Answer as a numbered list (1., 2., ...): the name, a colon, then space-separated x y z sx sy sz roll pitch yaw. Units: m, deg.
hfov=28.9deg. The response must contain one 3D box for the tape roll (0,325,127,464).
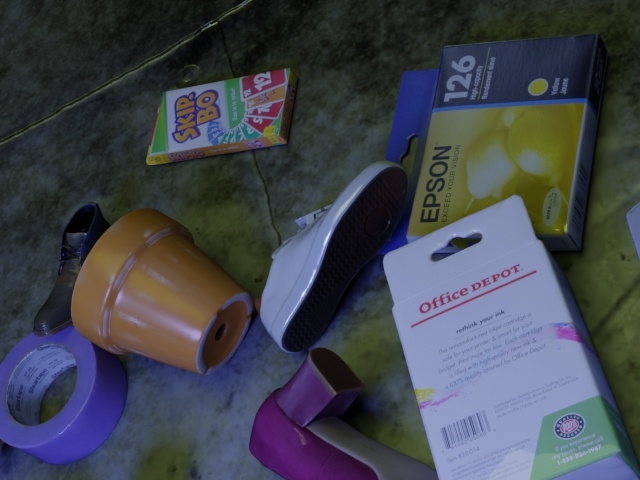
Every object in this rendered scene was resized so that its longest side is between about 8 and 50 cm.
1. tape roll: -0.378 0.221 1.789 0.189 0.080 0.189 -15 57 24

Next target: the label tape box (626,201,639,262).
1. label tape box: 0.415 0.061 1.310 0.115 0.249 0.348 -22 54 17

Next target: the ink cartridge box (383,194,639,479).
1. ink cartridge box: 0.216 0.144 1.461 0.207 0.119 0.353 -25 54 16

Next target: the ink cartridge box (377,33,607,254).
1. ink cartridge box: 0.212 -0.128 1.658 0.307 0.072 0.304 0 64 27

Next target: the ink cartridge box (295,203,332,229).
1. ink cartridge box: 0.012 -0.022 1.723 0.083 0.048 0.028 -23 51 18

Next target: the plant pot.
1. plant pot: -0.204 0.086 1.705 0.188 0.205 0.205 28 79 23

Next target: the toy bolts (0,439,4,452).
1. toy bolts: -0.588 0.299 1.788 0.228 0.218 0.158 -52 37 3

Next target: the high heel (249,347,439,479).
1. high heel: 0.048 0.320 1.495 0.181 0.127 0.377 -56 49 29

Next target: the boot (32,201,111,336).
1. boot: -0.369 0.040 1.817 0.082 0.106 0.219 0 36 27

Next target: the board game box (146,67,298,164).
1. board game box: -0.162 -0.191 1.935 0.259 0.039 0.124 -8 59 29

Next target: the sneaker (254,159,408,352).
1. sneaker: 0.000 0.000 1.656 0.290 0.106 0.123 -55 45 10
